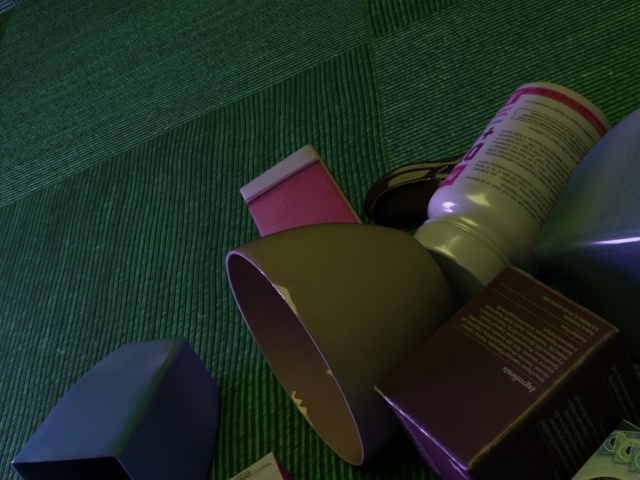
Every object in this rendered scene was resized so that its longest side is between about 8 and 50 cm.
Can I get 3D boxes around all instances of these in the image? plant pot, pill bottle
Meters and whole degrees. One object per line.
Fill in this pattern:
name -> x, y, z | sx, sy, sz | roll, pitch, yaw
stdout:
plant pot -> 0.377, -0.005, 1.121 | 0.252, 0.248, 0.247 | -9, 41, 53
pill bottle -> 0.235, -0.049, 1.331 | 0.160, 0.160, 0.283 | 15, 57, 45
plant pot -> 0.044, 0.089, 1.240 | 0.191, 0.284, 0.284 | -31, 35, -16
plant pot -> -0.234, 0.243, 1.359 | 0.166, 0.165, 0.234 | -10, 34, 28

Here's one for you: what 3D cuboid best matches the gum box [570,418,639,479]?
gum box -> 0.283, 0.271, 0.969 | 0.184, 0.041, 0.157 | -43, 37, -14

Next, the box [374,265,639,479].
box -> 0.203, 0.170, 1.099 | 0.203, 0.168, 0.167 | -40, 38, -10

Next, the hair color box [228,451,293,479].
hair color box -> -0.058, 0.331, 1.209 | 0.093, 0.053, 0.167 | -33, 38, 2

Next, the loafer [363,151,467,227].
loafer -> 0.162, -0.066, 1.472 | 0.220, 0.080, 0.078 | -20, 38, 17

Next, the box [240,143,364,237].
box -> 0.000, 0.000, 1.461 | 0.127, 0.148, 0.232 | -33, 36, 2
